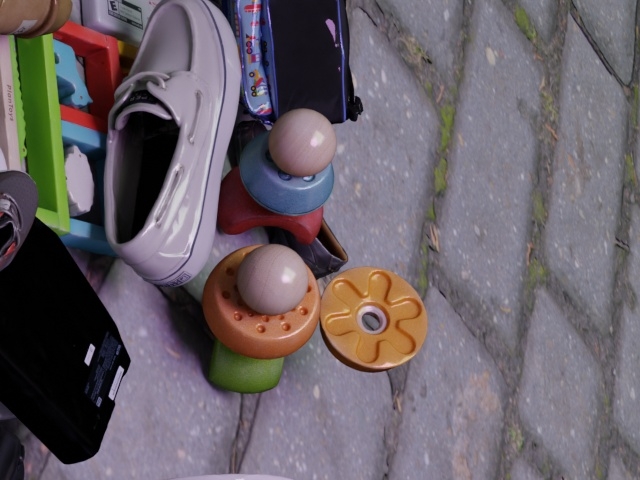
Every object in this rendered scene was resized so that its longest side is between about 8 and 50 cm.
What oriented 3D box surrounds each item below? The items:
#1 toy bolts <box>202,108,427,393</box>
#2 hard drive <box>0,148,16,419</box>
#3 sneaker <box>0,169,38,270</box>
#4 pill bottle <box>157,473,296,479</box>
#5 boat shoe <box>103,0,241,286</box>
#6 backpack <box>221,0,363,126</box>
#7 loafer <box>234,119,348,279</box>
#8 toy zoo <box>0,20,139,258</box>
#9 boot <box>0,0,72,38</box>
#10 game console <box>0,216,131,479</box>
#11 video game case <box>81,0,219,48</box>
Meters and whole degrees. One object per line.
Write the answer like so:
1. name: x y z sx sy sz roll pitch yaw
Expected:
1. toy bolts: 0.000 0.000 1.689 0.218 0.158 0.228 2 62 -15
2. hard drive: -0.316 0.031 1.327 0.319 0.040 0.210 -1 77 -60
3. sneaker: -0.222 -0.002 1.312 0.061 0.065 0.158 60 33 -20
4. pill bottle: -0.077 0.364 1.397 0.210 0.210 0.363 22 58 -54
5. boat shoe: -0.134 -0.097 1.591 0.088 0.096 0.267 38 53 -53
6. backpack: -0.032 -0.192 1.826 0.173 0.117 0.158 -125 -150 -72
7. loafer: -0.027 -0.041 1.831 0.170 0.061 0.062 64 32 -16
8. toy zoo: -0.180 -0.081 1.624 0.293 0.030 0.192 16 62 -57
9. boot: -0.306 -0.241 1.390 0.269 0.089 0.236 -17 81 -57
10. game console: -0.243 0.124 1.322 0.213 0.044 0.361 52 36 -31
11. video game case: -0.155 -0.248 1.759 0.190 0.022 0.173 19 60 -54
